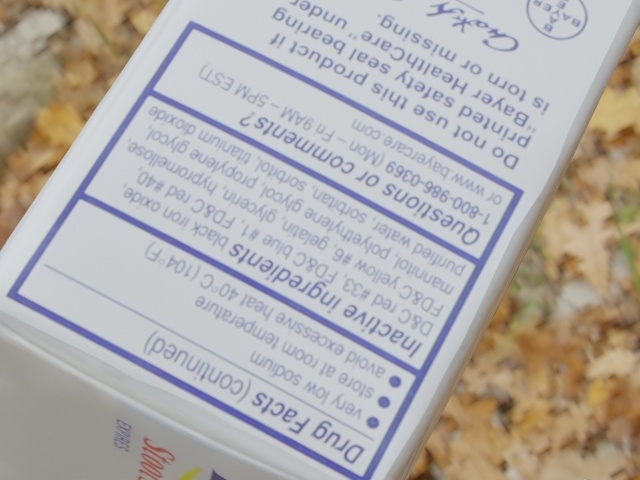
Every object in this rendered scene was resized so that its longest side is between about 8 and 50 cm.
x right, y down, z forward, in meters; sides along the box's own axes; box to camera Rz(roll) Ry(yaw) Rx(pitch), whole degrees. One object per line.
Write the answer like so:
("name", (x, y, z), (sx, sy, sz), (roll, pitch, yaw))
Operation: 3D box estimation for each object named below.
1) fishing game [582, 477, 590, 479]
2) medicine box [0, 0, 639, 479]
("fishing game", (0.209, 0.266, 1.223), (0.264, 0.041, 0.189), (23, 91, 59))
("medicine box", (0.000, 0.000, 0.776), (0.149, 0.263, 0.289), (28, 63, 6))
